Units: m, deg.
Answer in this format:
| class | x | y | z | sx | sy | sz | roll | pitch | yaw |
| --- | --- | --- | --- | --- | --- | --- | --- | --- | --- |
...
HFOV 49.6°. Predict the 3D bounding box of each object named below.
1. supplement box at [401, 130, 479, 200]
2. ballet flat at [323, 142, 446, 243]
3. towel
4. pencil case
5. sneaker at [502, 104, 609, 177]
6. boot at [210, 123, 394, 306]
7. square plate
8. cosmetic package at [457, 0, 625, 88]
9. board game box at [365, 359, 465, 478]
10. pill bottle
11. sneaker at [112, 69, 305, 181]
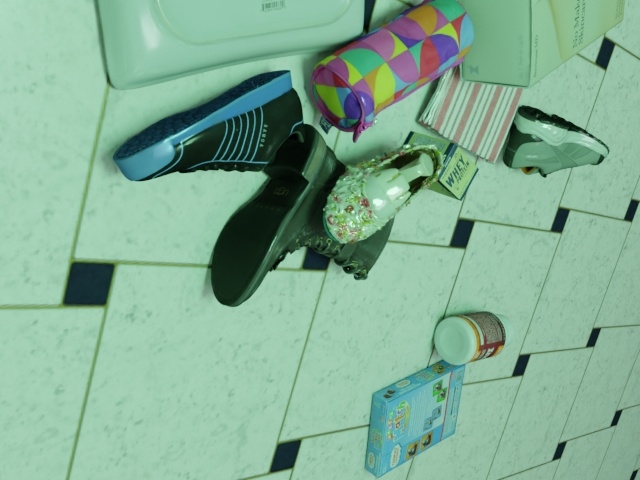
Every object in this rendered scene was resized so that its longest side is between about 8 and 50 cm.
| class | x | y | z | sx | sy | sz | roll | pitch | yaw |
| --- | --- | --- | --- | --- | --- | --- | --- | --- | --- |
| supplement box | 0.169 | -0.109 | 1.010 | 0.083 | 0.083 | 0.056 | 32 | 86 | -47 |
| ballet flat | 0.087 | -0.073 | 0.867 | 0.241 | 0.077 | 0.091 | -42 | 108 | -49 |
| towel | 0.237 | -0.211 | 1.058 | 0.197 | 0.029 | 0.144 | 18 | 96 | -45 |
| pencil case | 0.092 | -0.220 | 0.869 | 0.236 | 0.104 | 0.104 | -40 | 132 | -26 |
| sneaker | 0.409 | -0.162 | 1.221 | 0.272 | 0.100 | 0.108 | 4 | 120 | -41 |
| boot | 0.000 | 0.000 | 0.894 | 0.229 | 0.091 | 0.262 | 37 | 80 | -46 |
| square plate | -0.069 | -0.346 | 0.696 | 0.347 | 0.049 | 0.343 | -22 | 122 | -36 |
| cosmetic package | 0.325 | -0.349 | 0.991 | 0.309 | 0.113 | 0.160 | -38 | 131 | -35 |
| board game box | 0.173 | 0.314 | 1.246 | 0.212 | 0.039 | 0.160 | -15 | 118 | -40 |
| pill bottle | 0.283 | 0.173 | 1.251 | 0.152 | 0.086 | 0.086 | -3 | 111 | -43 |
| sneaker | -0.106 | -0.104 | 0.747 | 0.232 | 0.081 | 0.090 | -34 | 119 | -30 |
